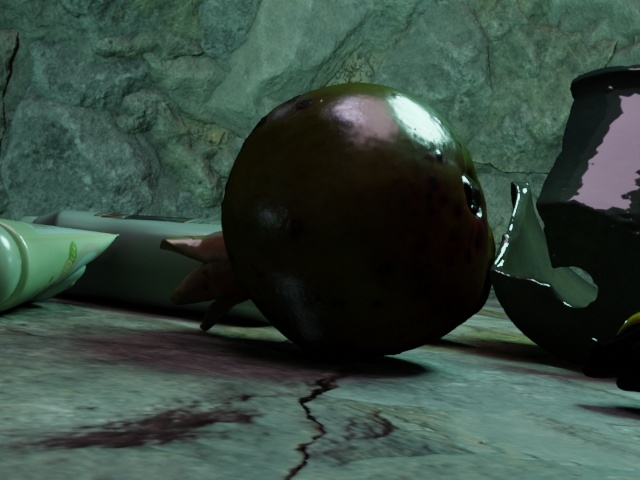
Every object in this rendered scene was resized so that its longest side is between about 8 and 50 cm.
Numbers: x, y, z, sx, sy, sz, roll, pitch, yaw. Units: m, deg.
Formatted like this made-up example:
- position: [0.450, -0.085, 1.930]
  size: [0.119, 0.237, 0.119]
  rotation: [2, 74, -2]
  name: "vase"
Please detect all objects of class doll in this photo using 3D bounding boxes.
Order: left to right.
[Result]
- position: [0.352, 0.112, 0.878]
  size: [0.249, 0.088, 0.127]
  rotation: [11, 0, -2]
  name: "doll"

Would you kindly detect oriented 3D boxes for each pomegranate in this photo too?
- position: [0.016, -0.015, 1.022]
  size: [0.291, 0.290, 0.323]
  rotation: [7, -9, -42]
  name: "pomegranate"

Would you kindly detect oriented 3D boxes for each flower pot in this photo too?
- position: [0.371, 0.005, 1.250]
  size: [0.379, 0.379, 0.251]
  rotation: [7, 31, 34]
  name: "flower pot"

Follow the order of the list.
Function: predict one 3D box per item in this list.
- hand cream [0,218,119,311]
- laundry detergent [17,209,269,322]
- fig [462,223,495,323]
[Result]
- position: [-0.318, 0.025, 1.067]
  size: [0.147, 0.093, 0.306]
  rotation: [-30, -2, 4]
  name: "hand cream"
- position: [-0.235, 0.025, 1.323]
  size: [0.398, 0.124, 0.264]
  rotation: [5, 2, 8]
  name: "laundry detergent"
- position: [0.073, -0.007, 1.290]
  size: [0.321, 0.217, 0.217]
  rotation: [24, -10, -34]
  name: "fig"
